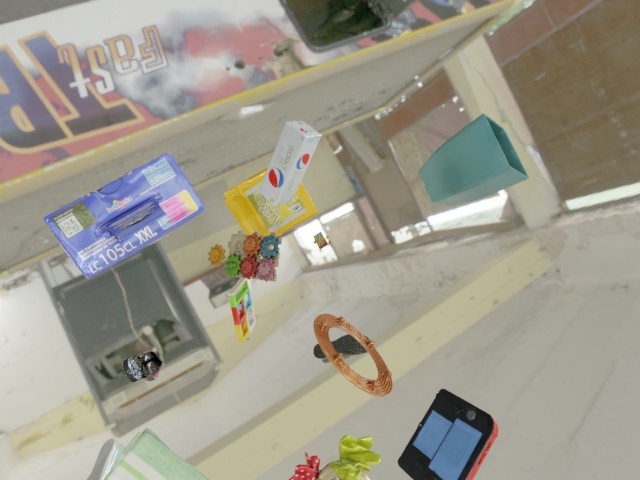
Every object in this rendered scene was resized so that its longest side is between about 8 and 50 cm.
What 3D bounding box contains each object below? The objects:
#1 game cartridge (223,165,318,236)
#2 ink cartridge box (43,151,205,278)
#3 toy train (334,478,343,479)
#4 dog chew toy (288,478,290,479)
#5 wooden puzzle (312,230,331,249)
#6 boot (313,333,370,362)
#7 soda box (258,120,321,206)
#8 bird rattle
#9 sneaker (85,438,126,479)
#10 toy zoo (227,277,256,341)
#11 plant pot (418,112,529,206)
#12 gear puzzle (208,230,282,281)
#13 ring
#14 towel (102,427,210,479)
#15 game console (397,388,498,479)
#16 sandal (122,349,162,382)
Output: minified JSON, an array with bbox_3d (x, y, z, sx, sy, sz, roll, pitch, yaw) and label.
[{"bbox_3d":[-0.213,-0.156,1.921,0.324,0.285,0.052,-31,-159,-2],"label":"game cartridge"},{"bbox_3d":[-0.423,-0.048,0.991,0.270,0.151,0.396,-35,-170,-21],"label":"ink cartridge box"},{"bbox_3d":[0.044,1.111,1.947,0.184,0.080,0.105,-34,-141,-3],"label":"toy train"},{"bbox_3d":[-0.142,1.251,2.039,0.331,0.207,0.207,-51,-170,-15],"label":"dog chew toy"},{"bbox_3d":[0.000,0.000,1.411,0.006,0.049,0.083,-29,177,-38],"label":"wooden puzzle"},{"bbox_3d":[0.101,0.445,1.844,0.247,0.083,0.161,-12,154,14],"label":"boot"},{"bbox_3d":[-0.082,-0.197,1.165,0.069,0.074,0.216,-23,148,-51],"label":"soda box"},{"bbox_3d":[0.046,0.619,1.129,0.254,0.206,0.143,-40,169,19],"label":"bird rattle"},{"bbox_3d":[-0.722,0.837,1.547,0.094,0.151,0.255,-14,-140,27],"label":"sneaker"},{"bbox_3d":[-0.361,0.340,2.117,0.030,0.292,0.192,-4,-163,12],"label":"toy zoo"},{"bbox_3d":[0.408,-0.200,1.252,0.234,0.165,0.166,-30,157,34],"label":"plant pot"},{"bbox_3d":[-0.288,0.049,1.622,0.339,0.175,0.044,3,172,33],"label":"gear puzzle"},{"bbox_3d":[0.114,0.359,1.470,0.032,0.337,0.336,-48,178,15],"label":"ring"},{"bbox_3d":[-0.395,0.611,0.957,0.324,0.248,0.038,-52,171,-18],"label":"towel"},{"bbox_3d":[0.511,0.829,1.838,0.386,0.060,0.342,-54,-153,-11],"label":"game console"},{"bbox_3d":[-0.359,0.259,0.940,0.040,0.067,0.179,-28,174,-9],"label":"sandal"}]
